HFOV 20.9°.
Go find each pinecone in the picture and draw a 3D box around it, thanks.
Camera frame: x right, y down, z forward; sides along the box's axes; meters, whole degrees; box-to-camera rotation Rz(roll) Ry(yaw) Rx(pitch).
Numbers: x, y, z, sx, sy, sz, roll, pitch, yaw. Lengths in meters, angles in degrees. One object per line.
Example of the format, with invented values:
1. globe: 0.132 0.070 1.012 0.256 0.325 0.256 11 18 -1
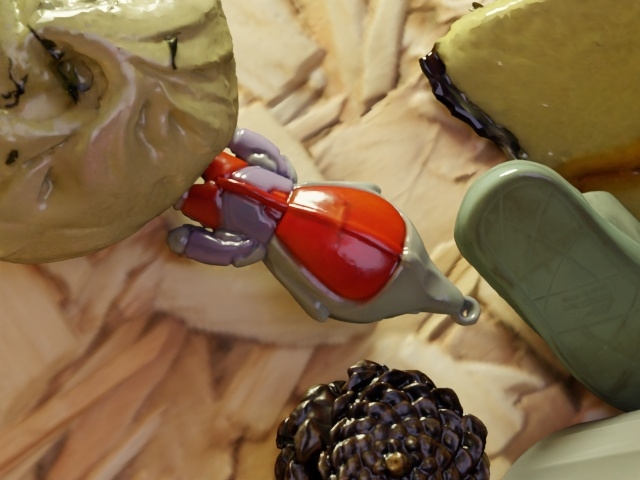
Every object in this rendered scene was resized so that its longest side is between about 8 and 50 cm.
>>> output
1. pinecone: 0.035 0.143 1.062 0.140 0.121 0.140 4 81 -23

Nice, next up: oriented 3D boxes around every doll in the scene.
1. doll: 0.000 0.000 1.103 0.227 0.075 0.102 24 70 -7

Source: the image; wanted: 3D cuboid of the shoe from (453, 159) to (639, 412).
1. shoe: 0.186 0.023 1.188 0.251 0.103 0.100 40 20 -27

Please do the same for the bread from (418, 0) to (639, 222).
1. bread: 0.329 -0.125 1.305 0.405 0.242 0.345 -31 103 11

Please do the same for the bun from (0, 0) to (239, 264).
1. bun: -0.150 -0.105 1.023 0.210 0.116 0.237 5 77 -16

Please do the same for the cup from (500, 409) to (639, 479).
1. cup: 0.254 0.240 1.029 0.237 0.327 0.323 29 69 -17
